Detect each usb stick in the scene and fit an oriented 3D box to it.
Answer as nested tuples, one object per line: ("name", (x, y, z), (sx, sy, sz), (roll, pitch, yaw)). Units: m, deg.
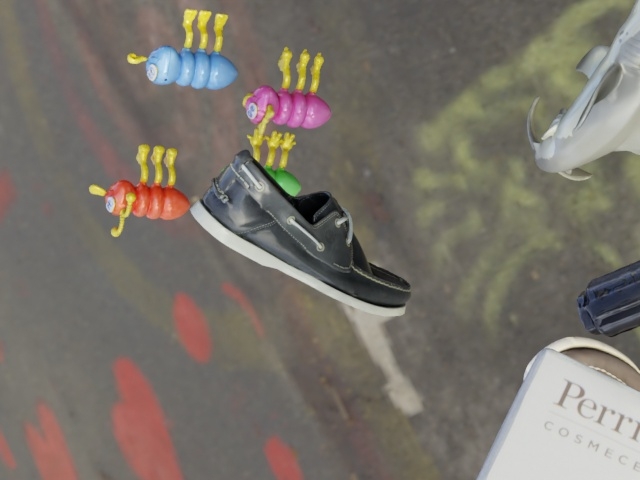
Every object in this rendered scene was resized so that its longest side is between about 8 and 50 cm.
("usb stick", (0.302, -0.001, 1.027), (0.278, 0.077, 0.045), (-27, 85, 31))

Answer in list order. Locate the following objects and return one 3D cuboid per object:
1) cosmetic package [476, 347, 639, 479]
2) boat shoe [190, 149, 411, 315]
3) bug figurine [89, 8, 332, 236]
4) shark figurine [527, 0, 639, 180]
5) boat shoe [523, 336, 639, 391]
("cosmetic package", (0.123, 0.313, 0.832), (0.230, 0.453, 0.161), (24, 150, 10))
("boat shoe", (0.000, 0.000, 1.327), (0.079, 0.233, 0.084), (-56, 33, 6))
("bug figurine", (-0.105, -0.101, 1.518), (0.279, 0.216, 0.072), (114, 149, -46))
("shark figurine", (0.253, -0.093, 1.320), (0.116, 0.166, 0.278), (30, 146, -3))
("boat shoe", (0.321, 0.216, 1.607), (0.324, 0.117, 0.096), (48, -171, -40))
